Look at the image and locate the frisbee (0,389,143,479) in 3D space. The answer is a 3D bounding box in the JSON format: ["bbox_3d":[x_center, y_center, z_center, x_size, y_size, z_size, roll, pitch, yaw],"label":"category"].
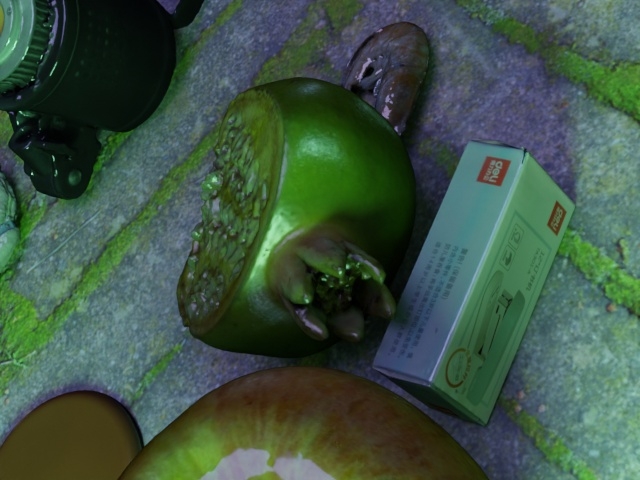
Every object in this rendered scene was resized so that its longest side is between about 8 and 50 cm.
[{"bbox_3d":[-0.315,0.298,1.688,0.250,0.021,0.251,-16,58,28],"label":"frisbee"}]

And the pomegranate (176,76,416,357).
[{"bbox_3d":[0.000,0.000,1.488,0.310,0.216,0.358,-66,32,16],"label":"pomegranate"}]

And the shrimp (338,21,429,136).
[{"bbox_3d":[0.064,-0.165,1.669,0.126,0.047,0.223,-3,60,39],"label":"shrimp"}]

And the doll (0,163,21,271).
[{"bbox_3d":[-0.467,-0.038,1.940,0.103,0.071,0.214,-33,51,16],"label":"doll"}]

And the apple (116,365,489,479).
[{"bbox_3d":[-0.013,0.318,1.284,0.400,0.333,0.400,-5,67,12],"label":"apple"}]

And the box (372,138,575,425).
[{"bbox_3d":[0.160,0.040,1.430,0.079,0.135,0.269,14,73,38],"label":"box"}]

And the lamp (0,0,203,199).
[{"bbox_3d":[-0.334,-0.266,1.844,0.205,0.272,0.374,11,72,36],"label":"lamp"}]
